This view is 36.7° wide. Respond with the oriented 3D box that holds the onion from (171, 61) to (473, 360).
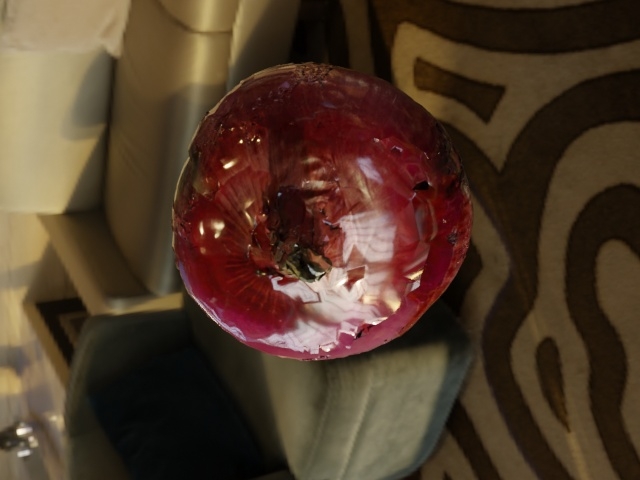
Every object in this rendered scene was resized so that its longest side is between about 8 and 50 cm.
[{"bbox_3d":[0.000,0.000,0.441,0.140,0.150,0.150,-99,14,-68],"label":"onion"}]
